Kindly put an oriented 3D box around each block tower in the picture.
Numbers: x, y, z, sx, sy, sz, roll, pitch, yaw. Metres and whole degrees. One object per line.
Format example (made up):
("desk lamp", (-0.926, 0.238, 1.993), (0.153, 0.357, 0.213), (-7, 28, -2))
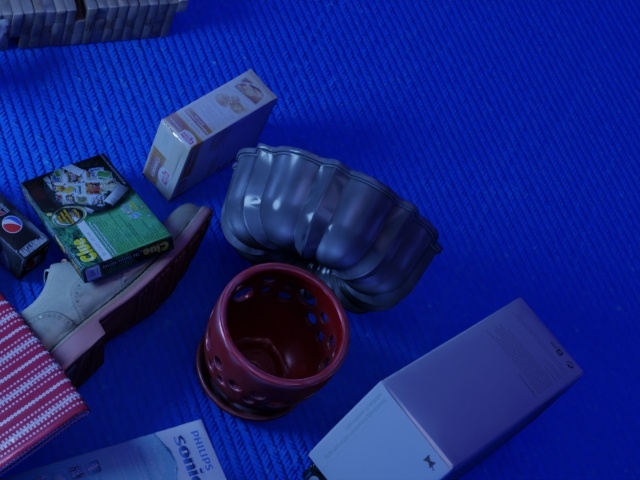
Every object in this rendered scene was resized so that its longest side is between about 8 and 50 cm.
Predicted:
("block tower", (-0.385, -0.372, 2.210), (0.335, 0.097, 0.091), (-9, 64, -24))

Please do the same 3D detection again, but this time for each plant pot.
("plant pot", (-0.073, 0.153, 1.949), (0.191, 0.174, 0.191), (10, 56, -15))

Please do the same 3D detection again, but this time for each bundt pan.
("bundt pan", (0.000, 0.000, 2.001), (0.331, 0.331, 0.124), (27, 71, -4))

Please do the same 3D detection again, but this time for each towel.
("towel", (-0.433, 0.192, 1.771), (0.199, 0.031, 0.275), (-36, 49, -14))

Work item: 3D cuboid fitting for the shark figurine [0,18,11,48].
("shark figurine", (-0.600, -0.258, 2.043), (0.278, 0.116, 0.166), (4, 53, -11))

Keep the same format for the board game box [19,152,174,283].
("board game box", (-0.319, -0.036, 1.973), (0.136, 0.030, 0.260), (-20, 38, -21))

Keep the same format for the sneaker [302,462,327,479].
("sneaker", (0.024, 0.366, 1.921), (0.121, 0.079, 0.217), (23, 46, -3))

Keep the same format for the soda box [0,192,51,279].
("soda box", (-0.463, -0.027, 1.981), (0.169, 0.060, 0.053), (43, 53, 9))

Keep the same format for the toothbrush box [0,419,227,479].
("toothbrush box", (-0.254, 0.380, 1.766), (0.295, 0.126, 0.216), (-15, 65, -27))

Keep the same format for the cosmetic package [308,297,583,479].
("cosmetic package", (0.181, 0.239, 1.929), (0.155, 0.197, 0.365), (52, 38, 14))

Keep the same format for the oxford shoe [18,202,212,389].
("oxford shoe", (-0.302, 0.055, 1.948), (0.146, 0.140, 0.397), (36, 52, 10))

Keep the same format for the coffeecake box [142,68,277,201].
("coffeecake box", (-0.169, -0.160, 2.128), (0.185, 0.142, 0.068), (-35, 76, -34))
